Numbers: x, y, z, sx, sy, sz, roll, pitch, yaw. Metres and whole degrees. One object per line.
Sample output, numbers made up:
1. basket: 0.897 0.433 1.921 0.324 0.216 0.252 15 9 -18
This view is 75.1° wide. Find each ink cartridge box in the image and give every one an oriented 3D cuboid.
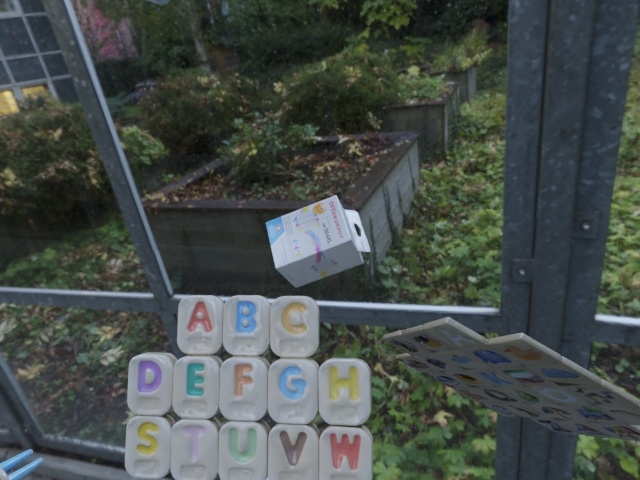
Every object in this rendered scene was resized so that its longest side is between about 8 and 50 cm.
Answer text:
1. ink cartridge box: 0.000 0.000 0.677 0.143 0.090 0.092 -22 59 9

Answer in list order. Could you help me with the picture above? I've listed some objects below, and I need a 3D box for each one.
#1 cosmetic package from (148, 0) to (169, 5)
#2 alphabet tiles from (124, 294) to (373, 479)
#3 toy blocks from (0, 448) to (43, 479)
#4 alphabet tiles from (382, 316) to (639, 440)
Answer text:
1. cosmetic package: -0.307 -0.589 0.538 0.394 0.327 0.329 23 62 13
2. alphabet tiles: -0.085 0.201 0.467 0.284 0.278 0.021 -1 -7 9
3. toy blocks: -0.388 0.255 0.425 0.123 0.054 0.148 14 11 18
4. alphabet tiles: 0.272 0.205 0.597 0.011 0.343 0.285 -64 8 -26
